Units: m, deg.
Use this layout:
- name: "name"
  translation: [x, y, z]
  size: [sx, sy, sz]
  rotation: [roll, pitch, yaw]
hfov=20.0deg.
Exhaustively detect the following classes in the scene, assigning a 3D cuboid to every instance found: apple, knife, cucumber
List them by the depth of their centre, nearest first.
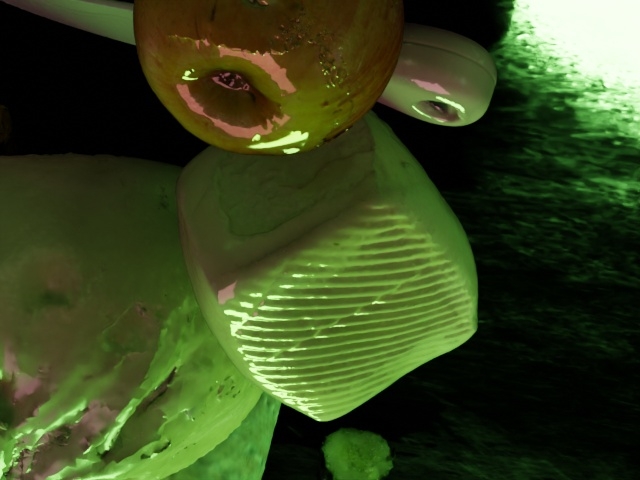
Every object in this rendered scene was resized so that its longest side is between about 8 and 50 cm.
- name: "apple"
  translation: [-0.029, -0.110, 0.955]
  size: [0.146, 0.146, 0.146]
  rotation: [14, 158, 6]
- name: "knife"
  translation: [-0.053, -0.123, 1.088]
  size: [0.336, 0.043, 0.081]
  rotation: [14, 165, 22]
- name: "cucumber"
  translation: [0.034, 0.262, 1.875]
  size: [0.081, 0.072, 0.303]
  rotation: [14, 158, 6]

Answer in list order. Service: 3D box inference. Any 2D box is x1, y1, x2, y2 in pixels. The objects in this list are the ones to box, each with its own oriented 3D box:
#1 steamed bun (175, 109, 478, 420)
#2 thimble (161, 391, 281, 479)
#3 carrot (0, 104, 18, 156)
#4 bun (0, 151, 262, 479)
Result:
- name: "steamed bun"
  translation: [0.000, 0.000, 1.174]
  size: [0.170, 0.152, 0.238]
  rotation: [-28, 148, 4]
- name: "thimble"
  translation: [-0.190, 0.161, 1.627]
  size: [0.292, 0.195, 0.291]
  rotation: [13, 158, 5]
- name: "carrot"
  translation: [-0.275, -0.054, 1.351]
  size: [0.069, 0.069, 0.229]
  rotation: [23, 158, -15]
- name: "bun"
  translation: [-0.182, 0.084, 1.320]
  size: [0.326, 0.234, 0.362]
  rotation: [-13, 157, -12]
